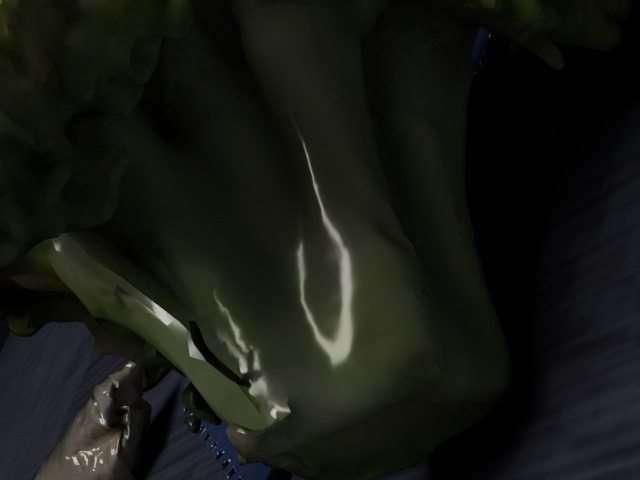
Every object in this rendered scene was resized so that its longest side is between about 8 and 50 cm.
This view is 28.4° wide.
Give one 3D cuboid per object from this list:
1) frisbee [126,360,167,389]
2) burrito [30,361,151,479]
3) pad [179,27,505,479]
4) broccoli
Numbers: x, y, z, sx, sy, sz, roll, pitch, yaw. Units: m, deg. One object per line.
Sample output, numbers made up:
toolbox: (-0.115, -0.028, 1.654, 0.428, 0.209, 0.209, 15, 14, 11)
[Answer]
frisbee: (-0.098, 0.005, 1.030, 0.251, 0.021, 0.251, -58, 14, 23)
burrito: (-0.192, 0.198, 0.923, 0.275, 0.059, 0.082, -54, 9, 30)
pad: (0.000, 0.000, 0.704, 0.269, 0.012, 0.270, -63, 14, -1)
broccoli: (-0.031, -0.041, 0.479, 0.293, 0.348, 0.281, 76, 173, -59)
